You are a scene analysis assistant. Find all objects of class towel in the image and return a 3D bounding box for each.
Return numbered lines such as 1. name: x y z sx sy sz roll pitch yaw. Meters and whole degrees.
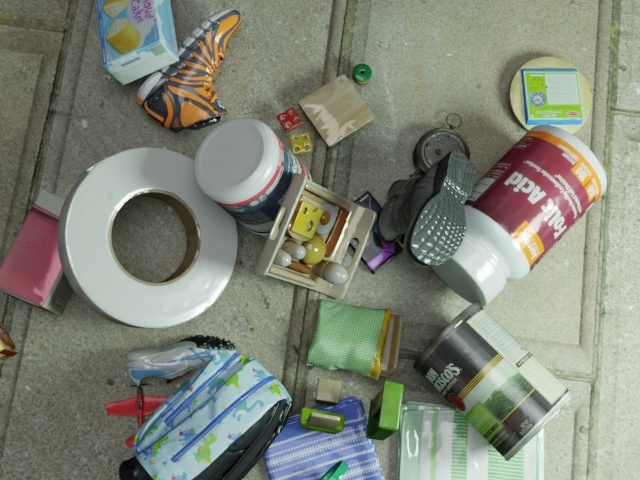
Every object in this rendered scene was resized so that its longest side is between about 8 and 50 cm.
1. towel: 0.331 0.484 1.864 0.325 0.038 0.247 3 78 -4
2. towel: 0.021 0.529 1.831 0.243 0.040 0.336 -16 79 -7

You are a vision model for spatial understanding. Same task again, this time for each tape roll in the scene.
1. tape roll: -0.365 -0.006 1.819 0.392 0.072 0.392 4 83 -30

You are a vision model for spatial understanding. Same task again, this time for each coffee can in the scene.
1. coffee can: 0.364 0.296 1.797 0.201 0.201 0.275 -42 72 -11

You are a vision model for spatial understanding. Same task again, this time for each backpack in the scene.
1. backpack: -0.222 0.397 1.722 0.355 0.290 0.273 -32 64 -9

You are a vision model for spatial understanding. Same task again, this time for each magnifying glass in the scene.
1. magnifying glass: -0.028 0.550 1.778 0.231 0.092 0.026 -44 88 2

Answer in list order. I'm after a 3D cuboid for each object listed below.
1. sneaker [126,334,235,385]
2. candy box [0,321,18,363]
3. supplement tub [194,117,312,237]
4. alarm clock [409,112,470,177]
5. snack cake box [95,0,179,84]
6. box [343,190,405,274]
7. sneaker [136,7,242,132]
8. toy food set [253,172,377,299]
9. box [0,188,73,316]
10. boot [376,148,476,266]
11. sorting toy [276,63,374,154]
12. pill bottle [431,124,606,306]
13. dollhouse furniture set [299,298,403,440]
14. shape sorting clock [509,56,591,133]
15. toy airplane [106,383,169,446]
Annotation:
1. sneaker: -0.302 0.262 1.853 0.237 0.085 0.086 -9 105 -9
2. candy box: -0.729 0.172 1.820 0.053 0.109 0.186 -34 83 -10
3. supplement tub: -0.130 -0.124 1.820 0.191 0.272 0.191 -9 65 21
4. alarm clock: 0.292 -0.218 2.004 0.129 0.064 0.192 20 74 1
5. snack cake box: -0.423 -0.507 1.945 0.152 0.089 0.264 -21 62 15
6. box: 0.116 -0.020 1.962 0.116 0.029 0.162 -39 82 -11
7. sneaker: -0.260 -0.380 1.980 0.180 0.124 0.321 43 89 1
8. toy food set: 0.000 0.000 1.811 0.092 0.306 0.219 22 90 34
9. box: -0.585 0.030 1.841 0.127 0.148 0.232 23 76 2
10. boot: 0.206 -0.037 1.837 0.118 0.223 0.338 46 46 -15
11. sorting toy: 0.028 -0.297 2.007 0.274 0.046 0.132 -33 82 -11
12. pill bottle: 0.429 -0.053 1.891 0.224 0.224 0.392 44 78 6
13. dollhouse furniture set: 0.073 0.255 1.809 0.198 0.151 0.301 11 65 -2
14. shape sorting clock: 0.558 -0.346 2.058 0.206 0.040 0.206 2 78 -8
15. toy airplane: -0.392 0.384 1.839 0.151 0.028 0.151 0 78 -2
